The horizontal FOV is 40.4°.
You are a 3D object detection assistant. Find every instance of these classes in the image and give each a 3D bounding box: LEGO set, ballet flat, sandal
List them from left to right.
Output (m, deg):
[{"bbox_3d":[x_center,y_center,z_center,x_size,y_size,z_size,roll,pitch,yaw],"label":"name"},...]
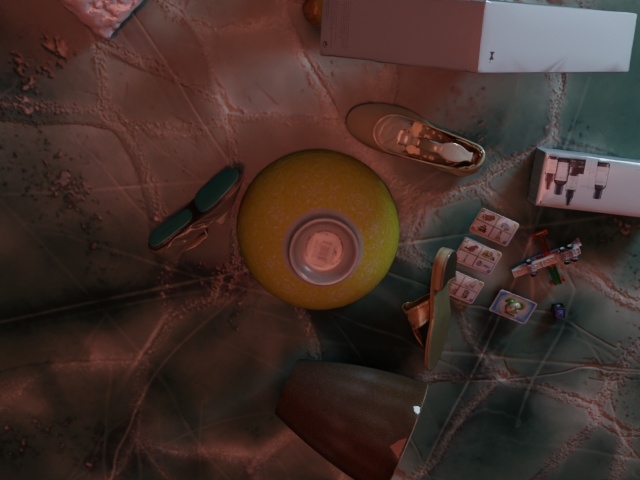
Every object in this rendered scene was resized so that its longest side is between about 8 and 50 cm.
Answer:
[{"bbox_3d":[-0.204,-0.041,1.507,0.213,0.072,0.068,-39,132,7],"label":"ballet flat"},{"bbox_3d":[0.166,-0.171,1.479,0.248,0.086,0.086,17,103,-8],"label":"ballet flat"},{"bbox_3d":[0.188,0.115,1.571,0.079,0.088,0.240,18,118,26],"label":"sandal"},{"bbox_3d":[0.357,0.052,1.584,0.244,0.060,0.182,22,115,-8],"label":"LEGO set"}]

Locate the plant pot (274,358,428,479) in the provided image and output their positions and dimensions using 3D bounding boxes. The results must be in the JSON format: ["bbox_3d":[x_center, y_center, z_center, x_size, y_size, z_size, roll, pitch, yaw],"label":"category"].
[{"bbox_3d":[0.044,0.306,1.555,0.230,0.215,0.215,24,103,6],"label":"plant pot"}]

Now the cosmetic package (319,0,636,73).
[{"bbox_3d":[0.231,-0.298,1.256,0.377,0.284,0.097,-11,113,-43],"label":"cosmetic package"}]

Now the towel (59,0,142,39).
[{"bbox_3d":[-0.350,-0.526,1.322,0.317,0.053,0.332,-41,115,12],"label":"towel"}]

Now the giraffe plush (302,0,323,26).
[{"bbox_3d":[0.059,-0.427,1.356,0.210,0.170,0.181,-21,105,2],"label":"giraffe plush"}]

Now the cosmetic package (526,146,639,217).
[{"bbox_3d":[0.494,-0.099,1.531,0.239,0.060,0.098,6,106,-5],"label":"cosmetic package"}]

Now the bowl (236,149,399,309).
[{"bbox_3d":[0.000,0.000,1.477,0.290,0.156,0.289,-1,106,-3],"label":"bowl"}]
